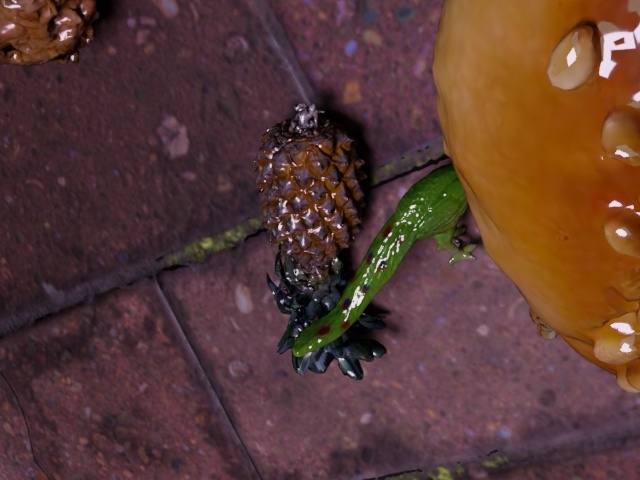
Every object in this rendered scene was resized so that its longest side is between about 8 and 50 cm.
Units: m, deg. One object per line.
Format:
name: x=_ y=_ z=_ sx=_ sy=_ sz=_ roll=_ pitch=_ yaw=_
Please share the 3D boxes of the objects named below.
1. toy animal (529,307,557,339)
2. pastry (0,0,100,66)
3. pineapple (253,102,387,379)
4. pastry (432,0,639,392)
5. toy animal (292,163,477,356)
toy animal: x=0.213 y=-0.011 z=0.750 sx=0.099 sy=0.057 sz=0.241 roll=32 pitch=126 yaw=17
pastry: x=-0.285 y=-0.247 z=0.880 sx=0.275 sy=0.193 sz=0.275 roll=15 pitch=119 yaw=29
pineapple: x=0.000 y=0.000 z=0.879 sx=0.103 sy=0.083 sz=0.221 roll=7 pitch=116 yaw=27
pastry: x=0.250 y=-0.085 z=0.495 sx=0.410 sy=0.245 sz=0.409 roll=-7 pitch=129 yaw=-9
toy animal: x=0.067 y=0.008 z=0.830 sx=0.217 sy=0.075 sz=0.041 roll=-53 pitch=41 yaw=12
